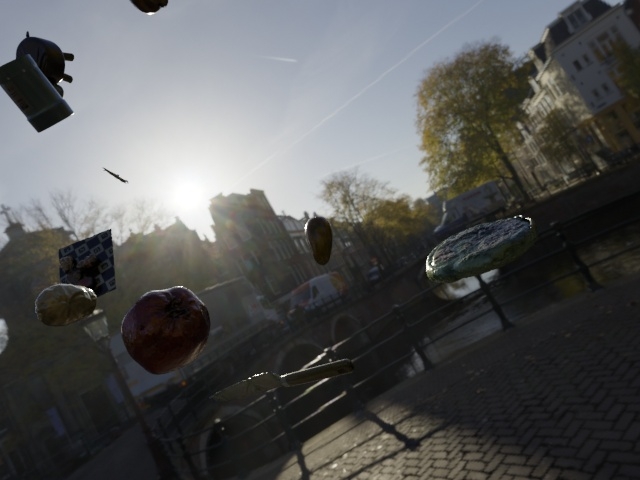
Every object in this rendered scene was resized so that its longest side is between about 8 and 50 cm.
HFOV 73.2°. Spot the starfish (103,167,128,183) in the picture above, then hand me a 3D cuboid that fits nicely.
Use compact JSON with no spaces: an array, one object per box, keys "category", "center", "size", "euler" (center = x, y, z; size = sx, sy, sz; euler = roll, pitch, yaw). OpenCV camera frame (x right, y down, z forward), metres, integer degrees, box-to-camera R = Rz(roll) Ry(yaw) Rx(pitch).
[{"category":"starfish","center":[-0.646,-0.203,1.359],"size":[0.016,0.086,0.092],"euler":[-58,-38,-6]}]

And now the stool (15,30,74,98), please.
[{"category":"stool","center":[-0.780,-0.480,1.232],"size":[0.125,0.217,0.121],"euler":[-14,2,19]}]

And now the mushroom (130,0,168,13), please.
[{"category":"mushroom","center":[-0.463,-0.667,1.141],"size":[0.087,0.127,0.127],"euler":[-13,2,26]}]

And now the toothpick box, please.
[{"category":"toothpick box","center":[-0.689,-0.351,1.036],"size":[0.101,0.153,0.101],"euler":[-21,30,13]}]

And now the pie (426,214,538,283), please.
[{"category":"pie","center":[0.334,0.016,0.905],"size":[0.240,0.054,0.240],"euler":[-28,9,5]}]

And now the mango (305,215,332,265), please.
[{"category":"mango","center":[-0.001,-0.005,1.407],"size":[0.089,0.163,0.111],"euler":[-13,-37,3]}]

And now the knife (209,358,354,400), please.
[{"category":"knife","center":[-0.077,0.240,0.737],"size":[0.297,0.047,0.017],"euler":[-23,34,26]}]

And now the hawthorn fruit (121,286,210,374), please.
[{"category":"hawthorn fruit","center":[-0.385,0.237,1.072],"size":[0.205,0.205,0.253],"euler":[-23,-27,-47]}]

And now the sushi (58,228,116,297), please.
[{"category":"sushi","center":[-0.768,0.080,1.389],"size":[0.192,0.279,0.043],"euler":[-23,-37,-4]}]

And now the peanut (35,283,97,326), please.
[{"category":"peanut","center":[-0.478,0.121,0.819],"size":[0.082,0.082,0.187],"euler":[-27,1,-20]}]
